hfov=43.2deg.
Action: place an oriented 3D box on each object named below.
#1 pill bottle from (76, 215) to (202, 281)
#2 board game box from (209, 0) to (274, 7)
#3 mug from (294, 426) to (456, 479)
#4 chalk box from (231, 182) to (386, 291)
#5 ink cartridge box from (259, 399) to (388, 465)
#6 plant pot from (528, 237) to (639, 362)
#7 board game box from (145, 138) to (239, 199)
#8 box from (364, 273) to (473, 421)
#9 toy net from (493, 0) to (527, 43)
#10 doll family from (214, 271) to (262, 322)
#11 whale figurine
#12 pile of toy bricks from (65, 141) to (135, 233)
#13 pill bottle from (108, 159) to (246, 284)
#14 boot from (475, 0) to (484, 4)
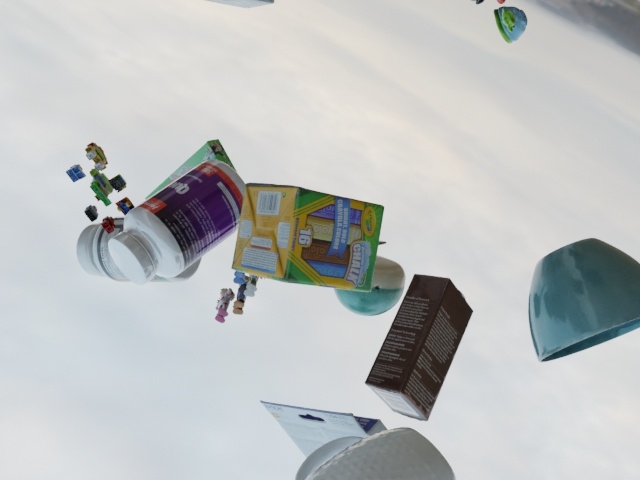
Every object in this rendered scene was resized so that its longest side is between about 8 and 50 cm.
[{"bbox_3d":[-0.551,0.025,2.440,0.361,0.204,0.204,-1,-177,34],"label":"pill bottle"},{"bbox_3d":[-0.223,-0.747,2.003,0.098,0.303,0.224,1,-172,32],"label":"board game box"},{"bbox_3d":[0.090,0.551,1.749,0.328,0.276,0.374,-36,-150,-20],"label":"mug"},{"bbox_3d":[0.000,0.000,1.601,0.289,0.179,0.180,11,178,-40],"label":"chalk box"},{"bbox_3d":[0.051,0.506,2.070,0.324,0.330,0.071,-2,-139,43],"label":"ink cartridge box"},{"bbox_3d":[0.550,0.110,1.674,0.290,0.290,0.195,2,-119,-49],"label":"plant pot"},{"bbox_3d":[-0.329,-0.102,2.182,0.046,0.317,0.213,-22,-99,-51],"label":"board game box"},{"bbox_3d":[0.293,0.307,2.363,0.143,0.381,0.191,8,150,41],"label":"box"},{"bbox_3d":[0.313,-0.473,1.452,0.122,0.045,0.232,-11,-96,-53],"label":"toy net"},{"bbox_3d":[-0.237,0.142,2.522,0.119,0.262,0.163,21,-148,-12],"label":"doll family"},{"bbox_3d":[0.103,0.101,2.004,0.217,0.141,0.272,7,-170,-14],"label":"whale figurine"},{"bbox_3d":[-0.513,-0.126,1.916,0.212,0.118,0.105,58,-171,-25],"label":"pile of toy bricks"},{"bbox_3d":[-0.320,-0.039,1.854,0.182,0.181,0.323,36,-125,22],"label":"pill bottle"},{"bbox_3d":[0.343,-0.590,1.669,0.229,0.091,0.263,-3,152,41],"label":"boot"}]
